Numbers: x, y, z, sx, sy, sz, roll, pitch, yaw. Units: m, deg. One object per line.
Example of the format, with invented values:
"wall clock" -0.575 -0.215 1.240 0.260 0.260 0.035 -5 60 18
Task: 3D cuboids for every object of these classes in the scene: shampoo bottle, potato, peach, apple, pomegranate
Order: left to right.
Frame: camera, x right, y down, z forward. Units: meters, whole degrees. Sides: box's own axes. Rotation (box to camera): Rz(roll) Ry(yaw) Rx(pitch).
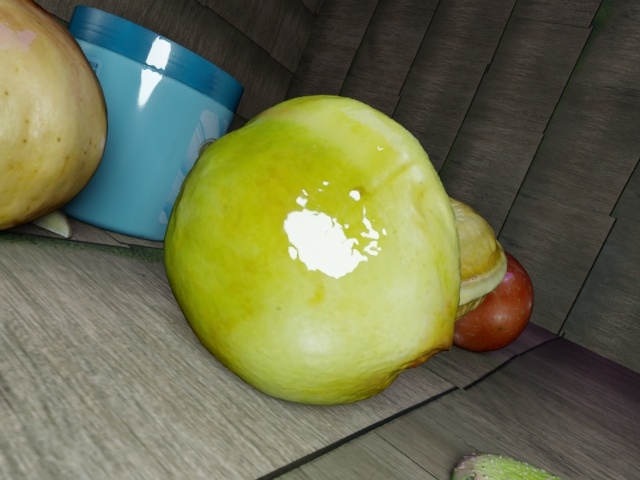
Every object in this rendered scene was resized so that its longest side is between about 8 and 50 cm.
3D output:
"pomegranate" -0.414 -0.176 0.499 0.337 0.339 0.338 23 6 -2
"potato" -0.406 -0.038 0.669 0.093 0.036 0.037 22 9 -2
"shampoo bottle" -0.368 -0.212 0.892 0.330 0.343 0.331 23 5 -2
"peach" -0.015 0.017 0.493 0.316 0.281 0.314 51 -28 9
"apple" 0.363 0.138 1.070 0.260 0.217 0.260 -4 27 2

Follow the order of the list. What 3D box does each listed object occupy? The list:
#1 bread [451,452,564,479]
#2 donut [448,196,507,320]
"bread" 0.224 0.263 0.393 0.228 0.034 0.228 21 6 -2
"donut" 0.143 0.022 0.908 0.448 0.198 0.449 -2 22 1
